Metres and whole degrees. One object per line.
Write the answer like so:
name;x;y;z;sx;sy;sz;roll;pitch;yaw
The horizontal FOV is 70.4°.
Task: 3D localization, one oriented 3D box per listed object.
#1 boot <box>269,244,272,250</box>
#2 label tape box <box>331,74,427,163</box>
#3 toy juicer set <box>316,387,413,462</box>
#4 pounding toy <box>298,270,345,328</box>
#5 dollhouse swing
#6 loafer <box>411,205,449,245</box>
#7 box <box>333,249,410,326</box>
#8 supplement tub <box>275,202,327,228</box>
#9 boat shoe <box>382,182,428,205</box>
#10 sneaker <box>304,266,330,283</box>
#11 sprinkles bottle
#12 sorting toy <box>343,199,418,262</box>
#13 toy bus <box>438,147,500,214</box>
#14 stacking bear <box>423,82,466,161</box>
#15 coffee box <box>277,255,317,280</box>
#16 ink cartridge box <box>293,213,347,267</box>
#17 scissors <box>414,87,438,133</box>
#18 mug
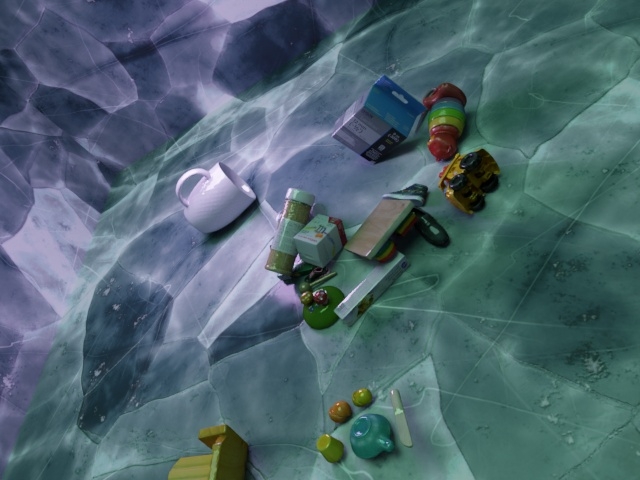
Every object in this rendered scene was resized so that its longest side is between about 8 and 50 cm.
boot;-0.176;0.040;2.073;0.085;0.059;0.158;-21;13;-28
label tape box;0.250;-0.513;1.977;0.348;0.249;0.115;-33;34;50
toy juicer set;0.150;0.538;1.342;0.329;0.089;0.209;-24;30;33
pounding toy;-0.014;0.213;1.738;0.183;0.110;0.236;-29;42;15
dollhouse swing;-0.414;0.796;1.418;0.306;0.315;0.346;-5;49;10
loafer;0.390;-0.057;1.677;0.076;0.078;0.223;-40;40;4
box;0.187;0.171;1.649;0.324;0.063;0.067;-46;41;-4
supplement tub;-0.084;-0.087;2.035;0.200;0.144;0.144;-14;47;30
boat shoe;0.346;-0.187;1.847;0.184;0.065;0.083;8;59;35
sneaker;-0.022;0.135;1.856;0.120;0.057;0.047;-30;44;15
sprinkles bottle;-0.127;-0.035;1.889;0.121;0.121;0.354;14;86;45
sorting toy;0.235;-0.028;1.710;0.255;0.089;0.257;-51;16;-5
toy bus;0.515;-0.219;1.686;0.220;0.149;0.212;-56;28;-12
stacking bear;0.517;-0.473;1.891;0.175;0.165;0.288;145;140;-62
coffee box;-0.096;0.104;1.955;0.184;0.040;0.113;-16;46;28
ink cartridge box;0.000;0.000;1.857;0.128;0.127;0.176;16;48;35
scissors;0.490;-0.616;2.148;0.109;0.021;0.297;24;73;45
mug;-0.584;-0.230;2.394;0.328;0.374;0.276;-43;44;8
